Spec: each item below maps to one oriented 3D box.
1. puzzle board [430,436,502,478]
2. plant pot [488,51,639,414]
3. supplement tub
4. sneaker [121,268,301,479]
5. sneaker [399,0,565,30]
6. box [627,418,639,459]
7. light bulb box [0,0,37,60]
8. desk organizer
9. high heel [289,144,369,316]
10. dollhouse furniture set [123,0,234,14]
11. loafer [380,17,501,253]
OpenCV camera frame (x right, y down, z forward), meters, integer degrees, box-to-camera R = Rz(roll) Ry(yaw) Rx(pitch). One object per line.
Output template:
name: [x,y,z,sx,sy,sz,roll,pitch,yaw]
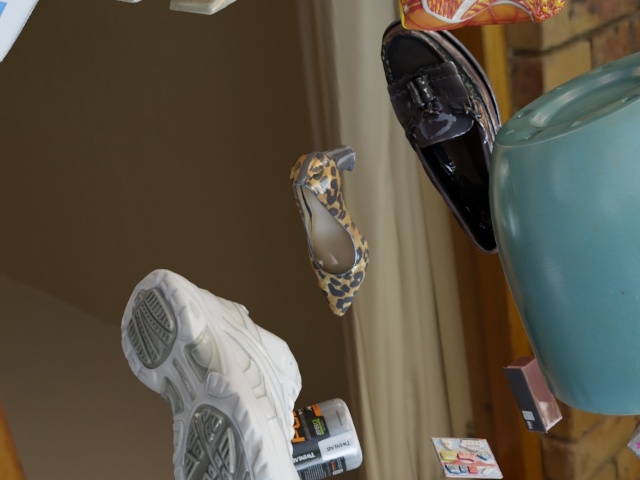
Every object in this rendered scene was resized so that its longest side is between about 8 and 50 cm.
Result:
puzzle board: [0.286,0.424,1.973,0.128,0.011,0.096,8,-142,-23]
plant pot: [0.285,-0.029,0.892,0.293,0.235,0.293,-27,-167,7]
supplement tub: [-0.039,0.331,1.603,0.190,0.117,0.117,-17,-157,-8]
sneaker: [-0.047,0.114,0.689,0.115,0.090,0.232,11,-140,-42]
sneaker: [0.146,-0.221,0.901,0.175,0.064,0.067,-8,-176,-30]
box: [0.479,0.232,1.217,0.163,0.142,0.247,-45,162,12]
light bulb box: [-0.224,-0.293,0.342,0.358,0.361,0.225,8,-132,-40]
desk organizer: [0.382,0.275,1.807,0.050,0.130,0.047,-30,-168,-33]
high heel: [0.000,0.000,1.423,0.093,0.261,0.186,4,-167,20]
dollhouse furniture set: [-0.052,-0.302,0.693,0.259,0.262,0.135,15,-146,31]
loafer: [0.159,-0.118,1.178,0.109,0.302,0.095,-17,-151,29]
